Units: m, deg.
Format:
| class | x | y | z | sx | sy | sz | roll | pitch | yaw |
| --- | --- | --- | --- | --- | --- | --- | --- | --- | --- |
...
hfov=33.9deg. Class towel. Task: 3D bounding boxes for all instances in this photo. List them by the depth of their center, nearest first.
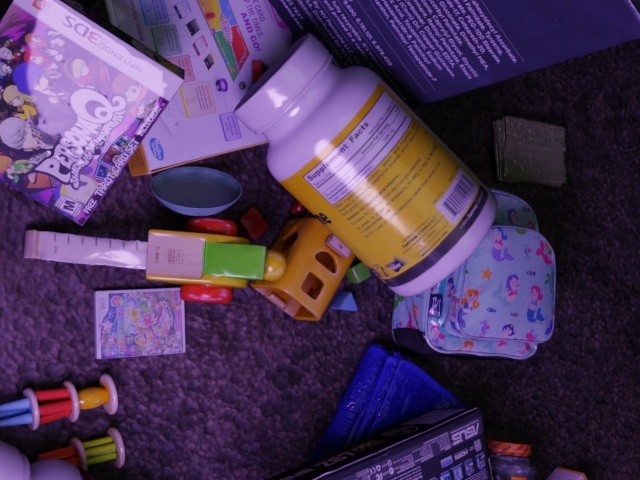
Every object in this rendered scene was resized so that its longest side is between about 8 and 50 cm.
| class | x | y | z | sx | sy | sz | roll | pitch | yaw |
| --- | --- | --- | --- | --- | --- | --- | --- | --- | --- |
| towel | 0.095 | 0.333 | 1.516 | 0.227 | 0.076 | 0.308 | 37 | 71 | -24 |
| towel | 0.342 | -0.144 | 1.710 | 0.148 | 0.027 | 0.110 | 2 | 86 | -30 |

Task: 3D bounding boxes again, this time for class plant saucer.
| class | x | y | z | sx | sy | sz | roll | pitch | yaw |
| --- | --- | --- | --- | --- | --- | --- | --- | --- | --- |
| plant saucer | -0.162 | -0.061 | 1.365 | 0.119 | 0.119 | 0.021 | -11 | 124 | -31 |

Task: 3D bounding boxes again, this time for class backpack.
| class | x | y | z | sx | sy | sz | roll | pitch | yaw |
| --- | --- | --- | --- | --- | --- | --- | --- | --- | --- |
| backpack | 0.230 | 0.046 | 1.552 | 0.225 | 0.191 | 0.254 | 8 | 79 | -30 |

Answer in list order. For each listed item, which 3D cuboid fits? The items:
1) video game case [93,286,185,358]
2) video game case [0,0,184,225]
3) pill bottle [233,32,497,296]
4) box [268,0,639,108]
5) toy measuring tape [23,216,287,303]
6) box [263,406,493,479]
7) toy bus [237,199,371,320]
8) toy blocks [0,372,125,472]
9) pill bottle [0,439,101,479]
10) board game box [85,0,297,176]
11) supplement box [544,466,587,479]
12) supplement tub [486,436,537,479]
| class | x | y | z | sx | sy | sz | roll | pitch | yaw |
| --- | --- | --- | --- | --- | --- | --- | --- | --- | --- |
| video game case | -0.234 | 0.107 | 1.364 | 0.122 | 0.011 | 0.087 | -1 | 89 | -31 |
| video game case | -0.309 | -0.160 | 1.234 | 0.210 | 0.042 | 0.232 | 32 | 108 | -22 |
| pill bottle | 0.054 | -0.100 | 1.357 | 0.334 | 0.188 | 0.188 | 44 | 67 | -12 |
| box | 0.242 | -0.446 | 1.359 | 0.297 | 0.471 | 0.480 | 50 | 56 | -21 |
| toy measuring tape | -0.208 | 0.022 | 1.352 | 0.330 | 0.121 | 0.121 | 4 | 86 | -8 |
| box | 0.095 | 0.417 | 1.362 | 0.395 | 0.097 | 0.318 | -12 | 90 | -47 |
| toy bus | -0.002 | 0.013 | 1.453 | 0.191 | 0.104 | 0.202 | -13 | 95 | -31 |
| toy blocks | -0.322 | 0.236 | 1.282 | 0.148 | 0.054 | 0.123 | -8 | 92 | -31 |
| pill bottle | -0.281 | 0.391 | 1.203 | 0.392 | 0.224 | 0.224 | 38 | 70 | -25 |
| board game box | -0.130 | -0.237 | 1.408 | 0.316 | 0.064 | 0.242 | -17 | 97 | -30 |
| supplement box | 0.382 | 0.415 | 1.693 | 0.098 | 0.062 | 0.036 | -39 | 109 | -25 |
| supplement tub | 0.266 | 0.398 | 1.593 | 0.117 | 0.117 | 0.190 | 10 | 83 | -30 |
